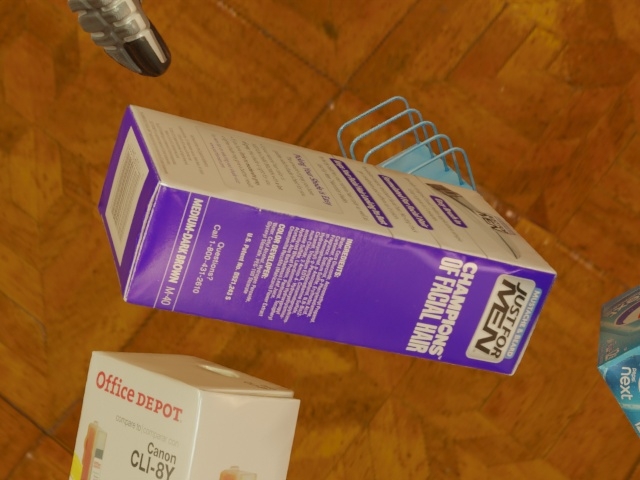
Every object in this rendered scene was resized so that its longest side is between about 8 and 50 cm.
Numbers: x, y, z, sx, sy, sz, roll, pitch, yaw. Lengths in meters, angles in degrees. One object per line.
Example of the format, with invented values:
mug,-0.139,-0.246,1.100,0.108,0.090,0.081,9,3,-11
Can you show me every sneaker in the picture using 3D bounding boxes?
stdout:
sneaker,-0.181,-0.265,1.106,0.086,0.228,0.132,9,55,49

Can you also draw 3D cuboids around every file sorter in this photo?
file sorter,0.112,-0.096,1.607,0.118,0.104,0.170,-30,40,-9

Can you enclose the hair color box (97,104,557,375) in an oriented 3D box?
hair color box,0.000,0.000,1.016,0.339,0.185,0.110,11,110,-20

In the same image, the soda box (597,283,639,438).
soda box,0.274,0.090,1.007,0.067,0.210,0.071,-32,91,16

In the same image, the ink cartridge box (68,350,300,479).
ink cartridge box,-0.198,0.351,1.578,0.160,0.279,0.384,11,89,-39
